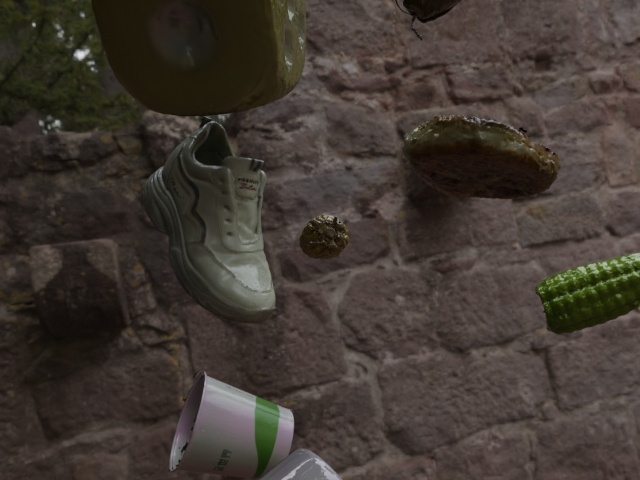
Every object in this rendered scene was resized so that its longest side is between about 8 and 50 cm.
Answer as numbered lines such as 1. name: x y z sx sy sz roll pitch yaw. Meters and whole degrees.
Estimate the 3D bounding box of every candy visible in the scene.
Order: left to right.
1. candy: 0.432 0.071 0.834 0.209 0.096 0.097 -25 -9 18

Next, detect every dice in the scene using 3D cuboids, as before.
1. dice: -0.153 -0.316 0.772 0.238 0.226 0.233 2 34 10

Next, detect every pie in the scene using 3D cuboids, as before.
1. pie: 0.308 -0.149 1.087 0.315 0.092 0.315 13 -9 2

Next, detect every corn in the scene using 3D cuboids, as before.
1. corn: 0.000 0.000 1.379 0.106 0.106 0.305 -9 -4 -9

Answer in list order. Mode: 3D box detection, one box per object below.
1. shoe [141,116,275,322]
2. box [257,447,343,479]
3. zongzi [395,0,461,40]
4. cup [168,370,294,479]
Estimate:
1. shoe: -0.152 -0.041 0.884 0.132 0.342 0.210 -1 -42 -51
2. box: -0.036 0.511 0.953 0.206 0.291 0.262 -36 9 -26
3. zongzi: 0.247 -0.522 0.992 0.248 0.111 0.241 -38 -16 -4
4. cup: -0.226 0.495 1.439 0.274 0.253 0.253 21 -14 -15
